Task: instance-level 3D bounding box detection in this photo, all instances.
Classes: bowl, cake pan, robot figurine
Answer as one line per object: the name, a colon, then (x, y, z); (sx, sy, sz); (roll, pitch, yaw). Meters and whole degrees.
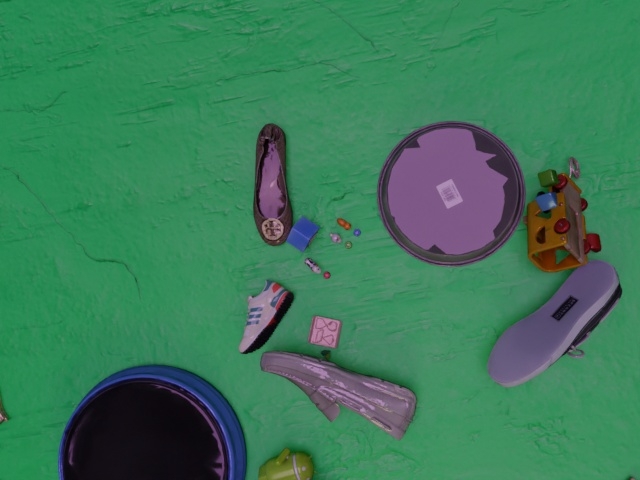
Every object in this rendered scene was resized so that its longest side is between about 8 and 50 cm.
bowl: (-0.348, 0.451, 1.551); (0.392, 0.077, 0.390); (0, 88, 8)
cake pan: (0.256, -0.093, 1.500); (0.293, 0.054, 0.293); (0, 89, 8)
robot figurine: (-0.065, 0.460, 1.518); (0.115, 0.067, 0.101); (-17, 111, 7)

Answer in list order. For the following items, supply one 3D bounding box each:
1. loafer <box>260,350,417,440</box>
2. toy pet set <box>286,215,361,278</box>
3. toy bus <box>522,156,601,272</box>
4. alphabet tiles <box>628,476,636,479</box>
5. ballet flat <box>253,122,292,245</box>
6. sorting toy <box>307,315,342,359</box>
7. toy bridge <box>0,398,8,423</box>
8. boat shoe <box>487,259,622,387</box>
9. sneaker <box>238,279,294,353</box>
loafer: (0.028, 0.298, 1.489); (0.320, 0.112, 0.111); (18, 82, 7)
toy pet set: (0.000, 0.000, 1.524); (0.114, 0.065, 0.122); (34, 92, 7)
toy bus: (0.440, -0.041, 1.445); (0.104, 0.202, 0.190); (-19, 93, 37)
alphabet tiles: (0.624, 0.628, 1.438); (0.285, 0.011, 0.342); (41, 90, 5)
ballet flat: (-0.099, -0.114, 1.543); (0.084, 0.058, 0.249); (0, 88, 8)
sorting toy: (0.007, 0.198, 1.544); (0.062, 0.012, 0.083); (12, 86, 3)
toy bridge: (-0.726, 0.313, 1.629); (0.063, 0.026, 0.188); (-42, 84, 3)
boat shoe: (0.447, 0.172, 1.440); (0.306, 0.105, 0.113); (-47, 41, -7)
sneaker: (-0.125, 0.153, 1.548); (0.075, 0.057, 0.161); (37, 95, 24)
